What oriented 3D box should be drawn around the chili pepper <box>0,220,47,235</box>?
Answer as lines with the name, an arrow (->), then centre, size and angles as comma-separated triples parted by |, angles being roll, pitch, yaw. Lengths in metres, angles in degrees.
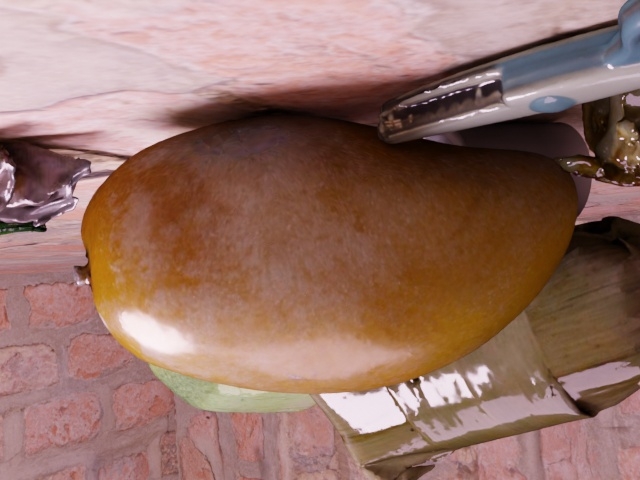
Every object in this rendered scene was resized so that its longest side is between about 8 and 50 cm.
chili pepper -> -0.405, -0.022, 1.160 | 0.055, 0.035, 0.118 | 8, -166, 33

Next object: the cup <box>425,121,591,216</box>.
cup -> 0.161, -0.051, 0.815 | 0.133, 0.099, 0.136 | -4, 156, -23

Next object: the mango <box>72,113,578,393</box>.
mango -> 0.009, 0.005, 0.666 | 0.383, 0.199, 0.222 | -8, -139, -7

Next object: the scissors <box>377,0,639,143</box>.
scissors -> 0.147, -0.101, 0.526 | 0.289, 0.041, 0.138 | -11, 170, 42

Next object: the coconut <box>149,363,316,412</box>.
coconut -> -0.077, 0.083, 1.198 | 0.328, 0.329, 0.281 | -4, 159, -23

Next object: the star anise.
star anise -> -0.281, -0.041, 0.692 | 0.182, 0.065, 0.195 | -3, 180, -21

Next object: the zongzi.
zongzi -> 0.243, 0.048, 0.855 | 0.447, 0.182, 0.418 | -24, -173, 35

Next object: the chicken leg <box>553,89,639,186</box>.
chicken leg -> 0.378, -0.077, 0.648 | 0.428, 0.153, 0.201 | 3, 163, -12
